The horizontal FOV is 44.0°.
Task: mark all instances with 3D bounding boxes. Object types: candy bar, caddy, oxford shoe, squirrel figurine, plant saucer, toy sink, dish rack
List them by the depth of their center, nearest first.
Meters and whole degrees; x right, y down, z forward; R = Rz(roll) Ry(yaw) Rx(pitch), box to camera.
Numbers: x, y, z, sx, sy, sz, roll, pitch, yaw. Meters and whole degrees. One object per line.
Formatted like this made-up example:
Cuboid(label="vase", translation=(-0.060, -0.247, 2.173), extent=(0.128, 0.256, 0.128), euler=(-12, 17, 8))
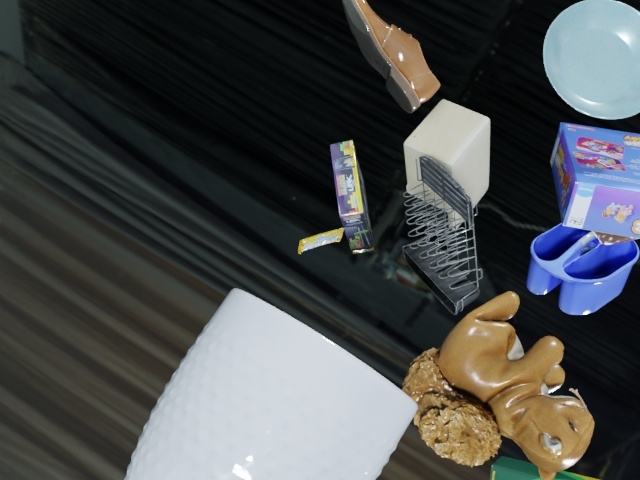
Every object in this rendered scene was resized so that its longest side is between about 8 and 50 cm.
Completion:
Cuboid(label="plant saucer", translation=(0.431, -0.274, 1.218), extent=(0.195, 0.195, 0.037), euler=(-57, 179, -10))
Cuboid(label="oxford shoe", translation=(0.108, -0.305, 1.232), extent=(0.076, 0.212, 0.076), euler=(-36, -175, -7))
Cuboid(label="dish rack", translation=(0.226, -0.018, 1.506), extent=(0.074, 0.208, 0.271), euler=(-23, 129, -15))
Cuboid(label="toy sink", translation=(0.277, -0.163, 1.738), extent=(0.153, 0.131, 0.234), euler=(-49, 150, -21))
Cuboid(label="squirrel figurine", translation=(0.394, 0.375, 1.773), extent=(0.397, 0.370, 0.281), euler=(-25, 149, -14))
Cuboid(label="candy bar", translation=(0.000, 0.000, 1.904), extent=(0.161, 0.018, 0.040), euler=(-17, 134, -49))
Cuboid(label="caddy", translation=(0.737, 0.054, 2.234), extent=(0.341, 0.241, 0.179), euler=(-25, 135, -35))

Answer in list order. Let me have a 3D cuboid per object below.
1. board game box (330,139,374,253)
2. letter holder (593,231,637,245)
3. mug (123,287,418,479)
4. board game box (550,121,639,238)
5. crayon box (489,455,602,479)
Cuboid(label="board game box", translation=(0.061, -0.082, 1.522), extent=(0.141, 0.048, 0.170), euler=(67, 14, -56))
Cuboid(label="letter holder", translation=(0.705, -0.097, 1.608), extent=(0.214, 0.302, 0.152), euler=(36, 42, -50))
Cuboid(label="mug", translation=(-0.106, 0.260, 1.000), extent=(0.328, 0.276, 0.374), euler=(-57, -151, -10))
Cuboid(label="board game box", translation=(0.558, -0.084, 1.264), extent=(0.233, 0.347, 0.078), euler=(-72, 170, -57))
Cuboid(label="crayon box", translation=(0.562, 0.749, 1.934), extent=(0.106, 0.313, 0.362), euler=(-3, 99, -61))
